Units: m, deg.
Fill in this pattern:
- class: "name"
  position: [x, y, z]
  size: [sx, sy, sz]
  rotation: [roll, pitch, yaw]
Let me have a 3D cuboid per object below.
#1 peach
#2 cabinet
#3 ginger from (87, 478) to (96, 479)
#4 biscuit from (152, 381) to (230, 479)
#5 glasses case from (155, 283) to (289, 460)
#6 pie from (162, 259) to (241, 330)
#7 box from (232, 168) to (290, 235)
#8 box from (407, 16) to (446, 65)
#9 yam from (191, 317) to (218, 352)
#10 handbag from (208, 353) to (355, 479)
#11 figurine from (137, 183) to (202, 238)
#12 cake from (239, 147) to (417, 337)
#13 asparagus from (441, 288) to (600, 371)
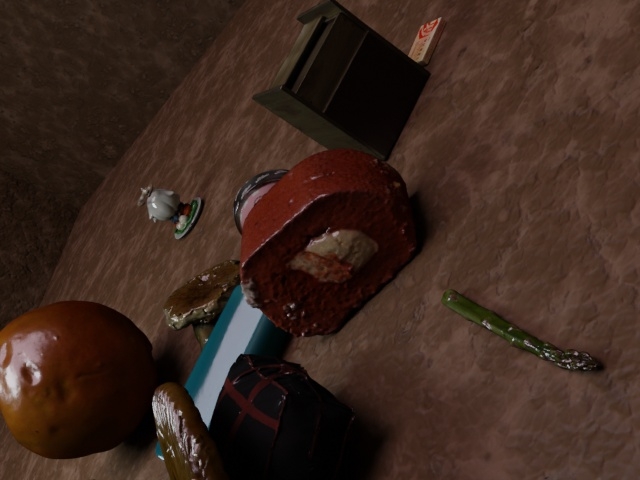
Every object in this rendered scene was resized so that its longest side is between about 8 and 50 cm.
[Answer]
- class: "peach"
  position: [-0.488, 0.276, 1.499]
  size: [0.302, 0.342, 0.343]
  rotation: [-21, 20, -15]
- class: "cabinet"
  position: [0.031, -0.260, 1.233]
  size: [0.174, 0.215, 0.148]
  rotation: [-63, 25, -8]
- class: "ginger"
  position: [-0.427, 0.557, 1.362]
  size: [0.131, 0.086, 0.294]
  rotation: [-52, 32, -6]
- class: "biscuit"
  position: [-0.132, 0.317, 0.859]
  size: [0.318, 0.040, 0.317]
  rotation: [51, 151, 43]
- class: "glasses case"
  position: [-0.154, 0.221, 1.170]
  size: [0.117, 0.070, 0.300]
  rotation: [18, 78, 31]
- class: "pie"
  position: [-0.219, 0.107, 1.416]
  size: [0.195, 0.046, 0.195]
  rotation: [-26, 23, 12]
- class: "box"
  position: [-0.063, -0.022, 1.242]
  size: [0.151, 0.151, 0.135]
  rotation: [-50, 36, 21]
- class: "box"
  position: [0.181, -0.342, 1.281]
  size: [0.058, 0.015, 0.093]
  rotation: [-2, 61, 60]
- class: "yam"
  position: [-0.196, 0.190, 1.348]
  size: [0.061, 0.061, 0.253]
  rotation: [-57, 24, 5]
- class: "handbag"
  position: [-0.053, 0.237, 0.897]
  size: [0.215, 0.155, 0.169]
  rotation: [14, 86, 67]
- class: "figurine"
  position: [-0.408, -0.090, 1.951]
  size: [0.132, 0.154, 0.132]
  rotation: [-43, 30, 32]
- class: "cake"
  position: [0.000, 0.000, 1.049]
  size: [0.283, 0.177, 0.150]
  rotation: [-44, 29, 27]
- class: "asparagus"
  position: [0.195, 0.092, 0.761]
  size: [0.024, 0.025, 0.248]
  rotation: [-20, 18, -17]
